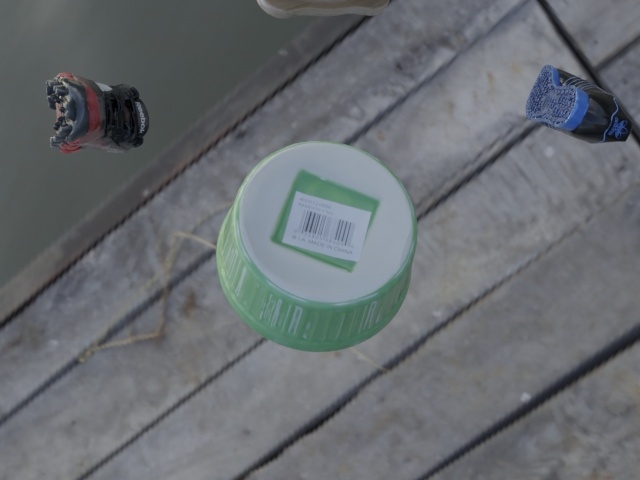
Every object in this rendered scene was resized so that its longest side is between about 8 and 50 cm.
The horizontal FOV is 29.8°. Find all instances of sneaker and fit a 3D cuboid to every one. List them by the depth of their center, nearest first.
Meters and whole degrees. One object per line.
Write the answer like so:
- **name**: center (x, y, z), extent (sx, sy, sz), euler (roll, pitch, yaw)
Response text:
- **sneaker**: center (-0.290, -0.166, 1.577), extent (0.276, 0.135, 0.097), euler (-178, 86, -79)
- **sneaker**: center (0.339, -0.173, 1.591), extent (0.232, 0.090, 0.081), euler (-99, 32, -72)

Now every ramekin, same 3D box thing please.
- **ramekin**: center (0.000, 0.000, 1.786), extent (0.303, 0.148, 0.303), euler (3, 66, -7)

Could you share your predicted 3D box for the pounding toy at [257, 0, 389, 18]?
- **pounding toy**: center (0.039, -0.360, 1.368), extent (0.155, 0.269, 0.154), euler (-54, 49, 55)
